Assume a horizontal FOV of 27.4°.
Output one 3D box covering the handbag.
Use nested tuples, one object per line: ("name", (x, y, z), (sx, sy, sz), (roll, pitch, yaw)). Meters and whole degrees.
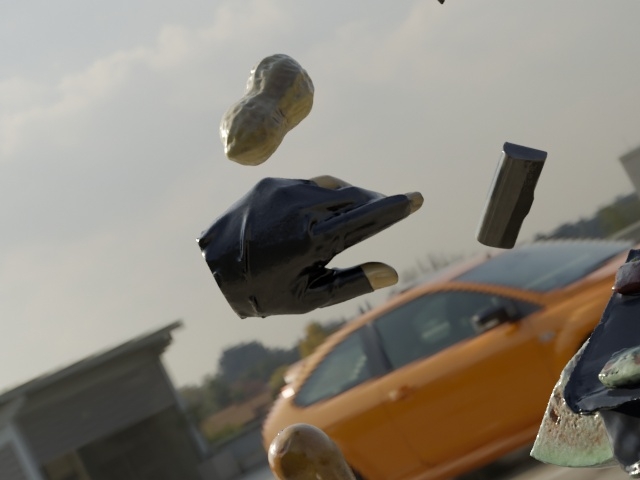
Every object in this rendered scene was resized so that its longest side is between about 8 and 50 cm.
("handbag", (0.426, 0.069, 1.365), (0.303, 0.122, 0.329), (-25, 26, 42))

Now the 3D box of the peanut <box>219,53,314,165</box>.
("peanut", (-0.102, -0.245, 2.489), (0.149, 0.149, 0.313), (-32, 17, 41))

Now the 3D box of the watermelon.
("watermelon", (0.455, 0.255, 2.103), (0.289, 0.214, 0.320), (-29, 3, 15))

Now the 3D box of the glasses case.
("glasses case", (0.300, -0.069, 2.083), (0.042, 0.072, 0.191), (-79, 2, -49))

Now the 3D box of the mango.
("mango", (-0.007, 0.421, 2.382), (0.120, 0.221, 0.151), (-37, 34, 4))

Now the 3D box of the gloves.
("gloves", (-0.004, 0.000, 1.727), (0.301, 0.197, 0.152), (-21, -17, -18))

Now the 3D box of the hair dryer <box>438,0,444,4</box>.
("hair dryer", (0.156, -0.451, 1.968), (0.173, 0.195, 0.050), (-36, 27, 21))
